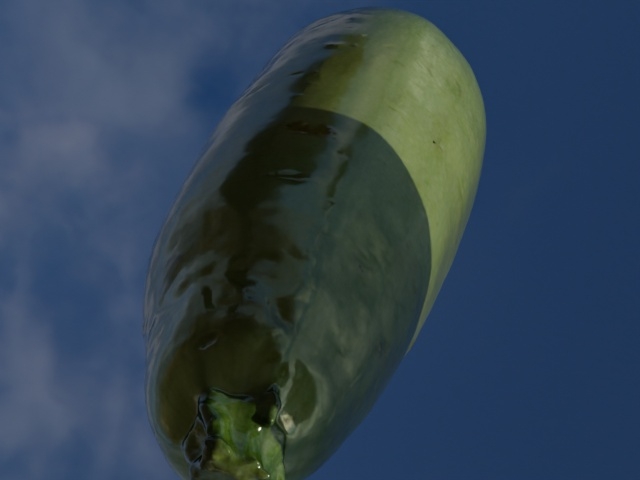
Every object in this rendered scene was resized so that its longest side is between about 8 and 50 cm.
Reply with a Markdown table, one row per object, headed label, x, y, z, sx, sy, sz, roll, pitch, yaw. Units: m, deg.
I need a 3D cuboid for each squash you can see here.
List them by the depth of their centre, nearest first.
| label | x | y | z | sx | sy | sz | roll | pitch | yaw |
| --- | --- | --- | --- | --- | --- | --- | --- | --- | --- |
| squash | -0.006 | 0.003 | 0.678 | 0.118 | 0.370 | 0.118 | 6 | -62 | 11 |
